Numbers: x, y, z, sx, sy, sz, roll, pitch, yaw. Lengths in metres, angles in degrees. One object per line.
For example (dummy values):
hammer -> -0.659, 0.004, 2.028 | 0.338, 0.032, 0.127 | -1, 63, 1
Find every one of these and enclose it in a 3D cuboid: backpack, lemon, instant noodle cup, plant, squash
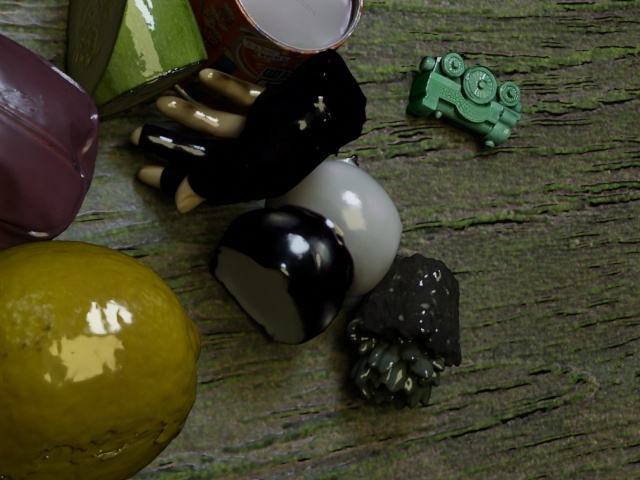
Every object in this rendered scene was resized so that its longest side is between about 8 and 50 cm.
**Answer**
backpack -> -0.402, -0.121, 1.426 | 0.317, 0.197, 0.283 | 29, 63, -28
lemon -> -0.278, 0.138, 1.378 | 0.297, 0.297, 0.297 | 9, 72, -29
instant noodle cup -> -0.075, -0.301, 1.669 | 0.250, 0.192, 0.250 | 9, 72, -29
plant -> 0.114, 0.122, 1.695 | 0.129, 0.132, 0.194 | 40, 55, -45
squash -> -0.262, -0.291, 1.559 | 0.189, 0.189, 0.260 | -28, 94, -33

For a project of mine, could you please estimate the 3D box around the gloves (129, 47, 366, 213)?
gloves -> -0.094, -0.120, 1.569 | 0.197, 0.301, 0.152 | -76, 155, -47

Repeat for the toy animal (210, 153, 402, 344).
toy animal -> -0.006, 0.004, 1.643 | 0.187, 0.165, 0.235 | 49, 56, -4

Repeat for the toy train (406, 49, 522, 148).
toy train -> 0.216, -0.206, 1.891 | 0.178, 0.071, 0.104 | 23, 74, -22
